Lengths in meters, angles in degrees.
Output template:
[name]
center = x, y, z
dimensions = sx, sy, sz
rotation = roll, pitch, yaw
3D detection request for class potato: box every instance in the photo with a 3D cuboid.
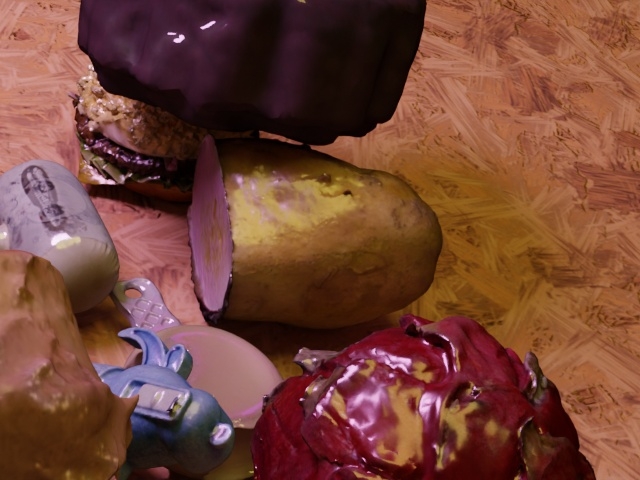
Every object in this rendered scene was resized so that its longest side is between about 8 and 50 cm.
[potato]
center = 0.000, 0.000, 1.879
dimensions = 0.266, 0.229, 0.229
rotation = 4, 38, -14

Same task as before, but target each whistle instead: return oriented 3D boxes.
[whistle]
center = -0.185, 0.165, 1.639
dimensions = 0.269, 0.093, 0.180
rotation = 8, 57, 41

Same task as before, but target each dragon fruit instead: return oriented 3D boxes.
[dragon fruit]
center = 0.098, 0.229, 1.545
dimensions = 0.329, 0.329, 0.329
rotation = 10, 37, -8

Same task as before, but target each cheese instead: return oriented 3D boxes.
[cheese]
center = -0.143, 0.132, 1.771
dimensions = 0.163, 0.082, 0.286
rotation = -12, 43, -34

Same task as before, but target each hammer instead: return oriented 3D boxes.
[hammer]
center = -0.380, 0.011, 1.820
dimensions = 0.305, 0.113, 0.202
rotation = -10, 34, -20

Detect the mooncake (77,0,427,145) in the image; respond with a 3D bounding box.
[mooncake]
center = -0.077, -0.234, 1.893
dimensions = 0.381, 0.212, 0.350
rotation = 12, 14, -12

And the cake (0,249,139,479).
[cake]
center = -0.315, 0.206, 1.451
dimensions = 0.332, 0.332, 0.321
rotation = -12, 69, -32

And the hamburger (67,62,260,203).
[hamburger]
center = -0.176, -0.150, 2.069
dimensions = 0.261, 0.139, 0.243
rotation = 8, 37, -9
